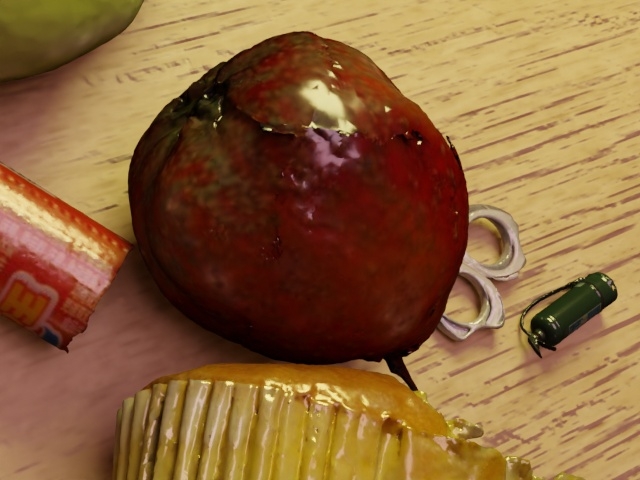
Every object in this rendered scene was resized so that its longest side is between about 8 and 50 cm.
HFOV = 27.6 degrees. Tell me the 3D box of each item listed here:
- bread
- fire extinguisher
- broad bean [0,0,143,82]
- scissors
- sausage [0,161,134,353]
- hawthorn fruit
[{"bbox_3d":[0.010,0.148,0.678,0.250,0.179,0.133,18,62,-21],"label":"bread"},{"bbox_3d":[0.163,0.049,0.878,0.083,0.025,0.038,-33,52,-32],"label":"fire extinguisher"},{"bbox_3d":[-0.195,-0.195,0.715,0.291,0.119,0.238,-10,70,-30],"label":"broad bean"},{"bbox_3d":[0.050,-0.011,0.845,0.189,0.015,0.100,31,64,-14],"label":"scissors"},{"bbox_3d":[-0.230,-0.040,0.676,0.274,0.074,0.074,33,62,-14],"label":"sausage"},{"bbox_3d":[0.000,0.000,0.740,0.181,0.181,0.235,-50,121,-30],"label":"hawthorn fruit"}]
